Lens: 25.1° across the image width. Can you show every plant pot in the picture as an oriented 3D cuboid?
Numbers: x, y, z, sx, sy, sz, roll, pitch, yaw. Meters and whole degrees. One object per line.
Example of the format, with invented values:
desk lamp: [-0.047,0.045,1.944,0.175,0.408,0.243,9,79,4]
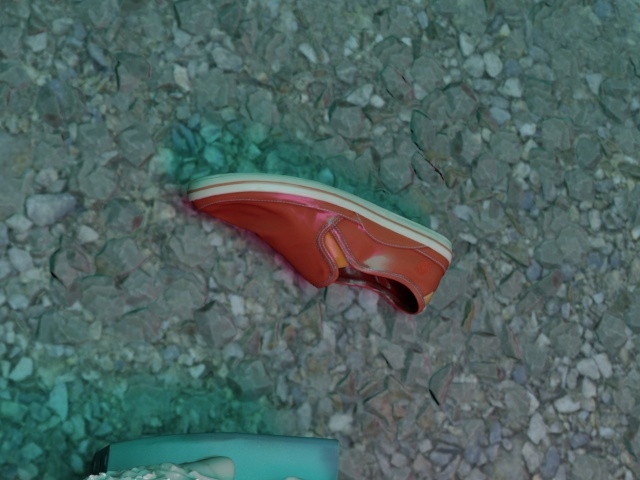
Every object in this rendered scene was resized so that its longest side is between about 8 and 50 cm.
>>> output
plant pot: [-0.122,0.283,1.507,0.234,0.166,0.165,10,73,-15]

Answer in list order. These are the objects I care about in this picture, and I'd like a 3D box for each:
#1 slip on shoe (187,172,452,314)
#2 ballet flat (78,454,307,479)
slip on shoe: [0.000,0.000,1.652,0.331,0.123,0.101,21,74,-22]
ballet flat: [-0.065,0.282,1.389,0.409,0.147,0.147,18,71,-13]
